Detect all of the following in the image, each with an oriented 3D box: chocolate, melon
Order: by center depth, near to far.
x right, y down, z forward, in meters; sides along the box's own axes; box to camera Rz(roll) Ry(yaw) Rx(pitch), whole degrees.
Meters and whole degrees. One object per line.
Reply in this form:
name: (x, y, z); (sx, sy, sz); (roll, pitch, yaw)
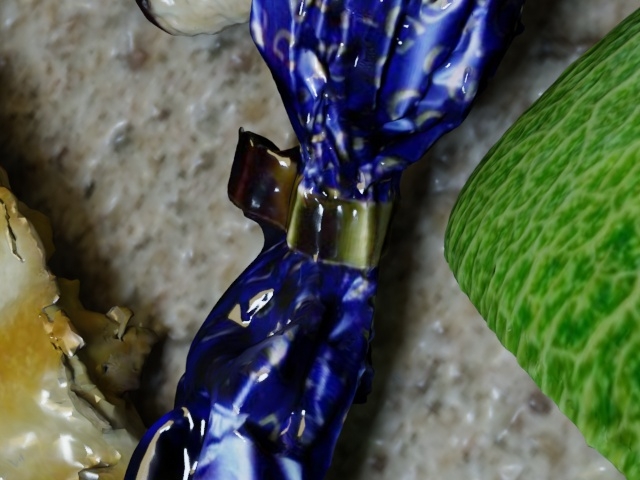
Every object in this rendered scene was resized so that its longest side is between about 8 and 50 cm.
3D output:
melon: (0.233, -0.040, 0.656); (0.226, 0.331, 0.343); (44, 94, -7)
chocolate: (-0.004, 0.004, 0.798); (0.148, 0.126, 0.343); (34, 112, 56)

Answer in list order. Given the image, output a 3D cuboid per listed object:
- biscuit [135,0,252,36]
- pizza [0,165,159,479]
biscuit: (0.010, -0.140, 0.868); (0.219, 0.055, 0.061); (-16, 34, 25)
pizza: (-0.298, 0.033, 0.990); (0.392, 0.080, 0.435); (-37, 61, 17)
